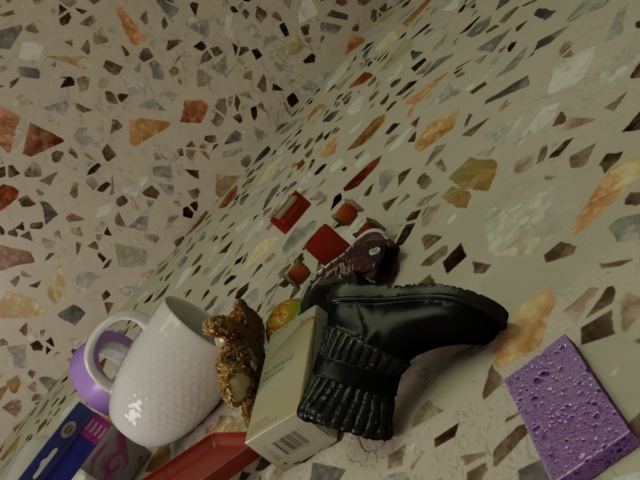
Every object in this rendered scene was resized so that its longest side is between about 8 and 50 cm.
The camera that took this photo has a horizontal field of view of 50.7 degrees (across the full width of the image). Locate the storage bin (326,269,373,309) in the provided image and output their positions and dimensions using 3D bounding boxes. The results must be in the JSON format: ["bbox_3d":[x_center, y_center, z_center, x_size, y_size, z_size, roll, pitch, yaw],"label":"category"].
[{"bbox_3d":[0.089,0.158,1.390,0.084,0.122,0.180,-42,21,13],"label":"storage bin"}]

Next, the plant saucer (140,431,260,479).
[{"bbox_3d":[-0.264,0.497,1.451,0.258,0.048,0.259,-27,3,-40],"label":"plant saucer"}]

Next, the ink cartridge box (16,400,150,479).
[{"bbox_3d":[-0.613,0.615,1.709,0.071,0.330,0.324,22,65,27],"label":"ink cartridge box"}]

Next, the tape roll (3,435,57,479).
[{"bbox_3d":[-0.780,0.708,1.935,0.246,0.246,0.169,-39,21,20],"label":"tape roll"}]

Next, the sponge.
[{"bbox_3d":[0.331,0.228,0.914,0.117,0.031,0.210,-41,21,16],"label":"sponge"}]

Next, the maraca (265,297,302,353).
[{"bbox_3d":[-0.091,0.227,1.665,0.186,0.099,0.127,-63,11,0],"label":"maraca"}]

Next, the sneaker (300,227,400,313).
[{"bbox_3d":[0.076,0.091,1.572,0.281,0.106,0.162,-48,23,-4],"label":"sneaker"}]

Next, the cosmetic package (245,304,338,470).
[{"bbox_3d":[-0.041,0.299,1.409,0.160,0.113,0.310,-37,24,26],"label":"cosmetic package"}]

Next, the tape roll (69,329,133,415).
[{"bbox_3d":[-0.663,0.427,2.173,0.090,0.275,0.275,-41,21,19],"label":"tape roll"}]

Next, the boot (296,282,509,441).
[{"bbox_3d":[0.138,0.216,1.157,0.347,0.131,0.260,-1,63,32],"label":"boot"}]

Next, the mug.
[{"bbox_3d":[-0.423,0.329,1.742,0.328,0.374,0.276,-54,17,2],"label":"mug"}]

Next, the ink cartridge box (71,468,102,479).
[{"bbox_3d":[-0.578,0.697,1.638,0.225,0.181,0.056,-54,30,-15],"label":"ink cartridge box"}]

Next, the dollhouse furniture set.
[{"bbox_3d":[0.000,0.000,1.666,0.262,0.259,0.135,-50,11,-4],"label":"dollhouse furniture set"}]

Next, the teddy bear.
[{"bbox_3d":[-0.187,0.281,1.534,0.113,0.245,0.338,-33,47,11],"label":"teddy bear"}]
